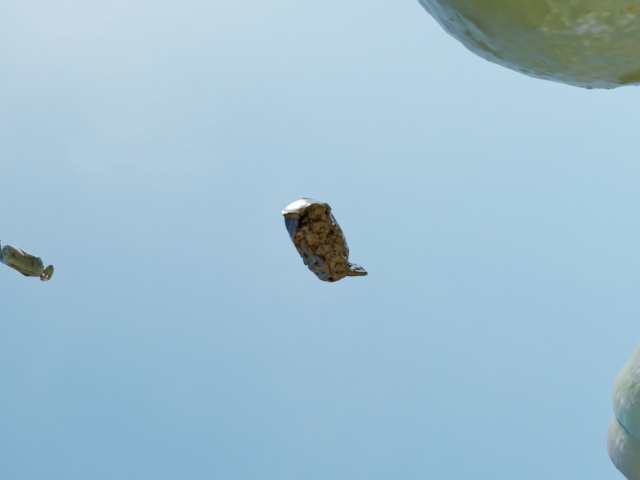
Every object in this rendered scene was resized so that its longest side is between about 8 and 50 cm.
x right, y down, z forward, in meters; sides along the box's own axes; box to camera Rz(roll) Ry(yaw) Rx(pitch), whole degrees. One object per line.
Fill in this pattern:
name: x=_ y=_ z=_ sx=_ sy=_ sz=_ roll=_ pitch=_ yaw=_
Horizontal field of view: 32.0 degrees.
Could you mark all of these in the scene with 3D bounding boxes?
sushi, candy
sushi: x=0.000 y=0.000 z=1.121 sx=0.120 sy=0.052 sz=0.055 roll=60 pitch=178 yaw=-35
candy: x=-0.309 y=0.023 z=1.140 sx=0.083 sy=0.020 sz=0.030 roll=33 pitch=-107 yaw=-41

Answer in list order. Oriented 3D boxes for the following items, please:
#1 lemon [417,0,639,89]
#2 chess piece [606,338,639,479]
lemon: x=0.198 y=-0.276 z=0.831 sx=0.364 sy=0.364 sz=0.364 roll=22 pitch=-122 yaw=-40
chess piece: x=0.454 y=0.059 z=1.223 sx=0.234 sy=0.234 sz=0.442 roll=-24 pitch=-59 yaw=-50
